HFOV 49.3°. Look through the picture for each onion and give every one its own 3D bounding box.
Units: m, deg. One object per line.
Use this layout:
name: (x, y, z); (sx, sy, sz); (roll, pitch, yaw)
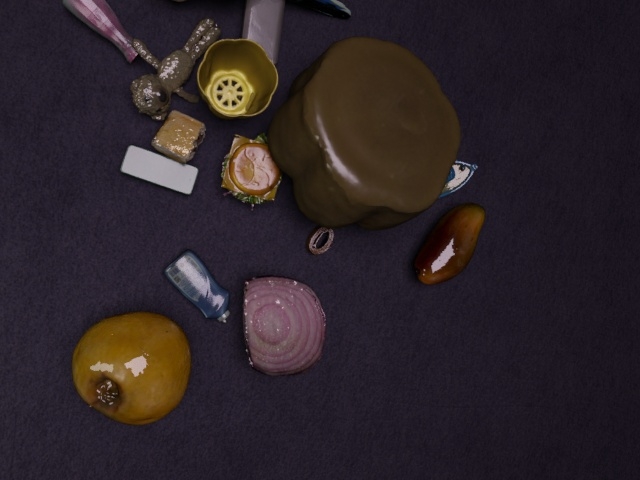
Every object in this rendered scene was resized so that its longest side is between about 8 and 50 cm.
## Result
onion: (-0.110, 0.222, 1.791); (0.247, 0.111, 0.250); (5, 76, -36)

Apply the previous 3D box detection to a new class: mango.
mango: (0.358, 0.013, 1.901); (0.133, 0.111, 0.268); (36, 82, 5)

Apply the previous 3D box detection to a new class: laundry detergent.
laundry detergent: (-0.299, 0.125, 1.761); (0.096, 0.061, 0.206); (-41, 98, -14)

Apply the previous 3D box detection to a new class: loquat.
loquat: (-0.427, 0.285, 1.629); (0.274, 0.275, 0.275); (0, 89, -14)

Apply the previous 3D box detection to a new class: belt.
belt: (0.000, 0.000, 1.852); (0.059, 0.036, 0.083); (40, 80, -17)

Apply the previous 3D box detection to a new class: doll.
doll: (-0.354, -0.427, 1.753); (0.285, 0.091, 0.203); (-33, 128, -32)

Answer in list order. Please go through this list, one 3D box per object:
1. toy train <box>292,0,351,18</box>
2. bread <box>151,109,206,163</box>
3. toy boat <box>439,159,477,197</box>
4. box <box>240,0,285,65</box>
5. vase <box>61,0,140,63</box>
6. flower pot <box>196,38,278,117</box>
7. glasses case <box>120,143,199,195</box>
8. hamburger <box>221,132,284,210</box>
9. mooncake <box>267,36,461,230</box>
toy train: (-0.016, -0.639, 1.829); (0.233, 0.052, 0.051); (8, 81, -33)
bread: (-0.351, -0.255, 1.740); (0.106, 0.082, 0.125); (23, 63, 2)
toy boat: (0.334, -0.165, 1.906); (0.215, 0.102, 0.088); (-23, 96, -14)
box: (-0.150, -0.578, 1.818); (0.103, 0.055, 0.244); (8, 86, -14)
vase: (-0.526, -0.532, 1.715); (0.214, 0.086, 0.086); (45, 79, -14)
flower pot: (-0.216, -0.387, 1.733); (0.195, 0.179, 0.195); (0, 90, -14)
glasses case: (-0.403, -0.176, 1.753); (0.184, 0.039, 0.078); (19, 85, -13)
hamburger: (-0.174, -0.182, 1.783); (0.164, 0.093, 0.190); (27, 83, -14)
mooncake: (0.111, -0.255, 1.738); (0.466, 0.262, 0.468); (8, 72, -24)
